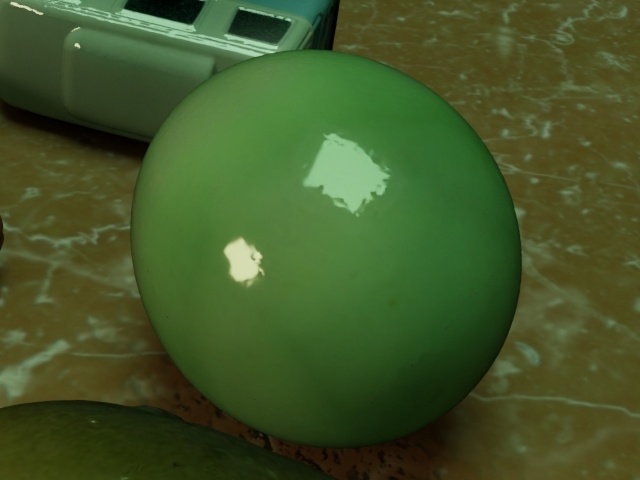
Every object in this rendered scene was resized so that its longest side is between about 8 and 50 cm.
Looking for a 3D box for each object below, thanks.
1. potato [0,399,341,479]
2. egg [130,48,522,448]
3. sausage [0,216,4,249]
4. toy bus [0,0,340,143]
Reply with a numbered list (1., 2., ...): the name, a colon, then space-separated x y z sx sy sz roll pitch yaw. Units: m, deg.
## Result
1. potato: -0.033 0.182 0.546 0.359 0.270 0.219 12 77 16
2. egg: 0.000 0.000 0.878 0.220 0.220 0.269 -4 30 -17
3. sausage: -0.331 -0.077 1.051 0.097 0.094 0.348 -20 42 -30
4. toy bus: -0.135 -0.156 1.182 0.271 0.133 0.165 14 37 7
